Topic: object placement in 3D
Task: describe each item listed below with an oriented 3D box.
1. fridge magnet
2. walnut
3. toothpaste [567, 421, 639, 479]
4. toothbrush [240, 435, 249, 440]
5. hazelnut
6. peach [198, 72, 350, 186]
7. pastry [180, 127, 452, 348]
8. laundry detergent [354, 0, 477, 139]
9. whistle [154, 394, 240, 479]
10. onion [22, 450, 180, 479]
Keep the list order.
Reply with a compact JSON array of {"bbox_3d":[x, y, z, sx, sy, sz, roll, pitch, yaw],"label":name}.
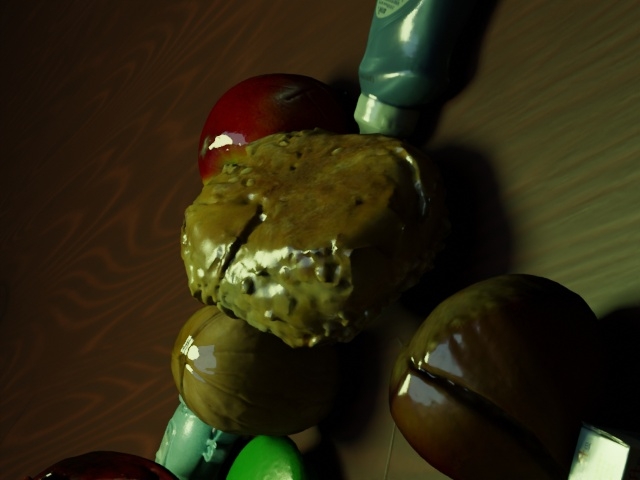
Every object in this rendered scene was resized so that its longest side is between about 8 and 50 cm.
[{"bbox_3d":[-0.060,0.326,1.648,0.208,0.088,0.208,-34,50,55],"label":"fridge magnet"},{"bbox_3d":[-0.072,0.145,1.623,0.167,0.207,0.167,-14,71,46],"label":"walnut"},{"bbox_3d":[0.211,0.316,1.122,0.067,0.081,0.336,20,97,60],"label":"toothpaste"},{"bbox_3d":[-0.078,0.180,1.836,0.017,0.014,0.162,22,99,47],"label":"toothbrush"},{"bbox_3d":[0.165,0.134,1.197,0.208,0.208,0.208,-37,47,53],"label":"hazelnut"},{"bbox_3d":[-0.044,-0.113,1.772,0.196,0.226,0.189,-2,112,30],"label":"peach"},{"bbox_3d":[0.000,0.000,1.527,0.311,0.162,0.255,16,56,46],"label":"pastry"},{"bbox_3d":[0.112,-0.240,1.568,0.143,0.094,0.289,37,115,55],"label":"laundry detergent"},{"bbox_3d":[-0.151,0.230,1.865,0.186,0.093,0.274,-125,52,-67],"label":"whistle"},{"bbox_3d":[-0.271,0.434,1.742,0.341,0.341,0.341,-37,47,53],"label":"onion"}]
